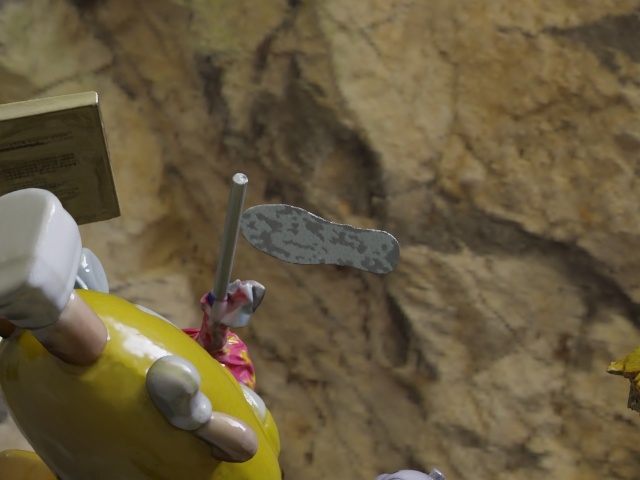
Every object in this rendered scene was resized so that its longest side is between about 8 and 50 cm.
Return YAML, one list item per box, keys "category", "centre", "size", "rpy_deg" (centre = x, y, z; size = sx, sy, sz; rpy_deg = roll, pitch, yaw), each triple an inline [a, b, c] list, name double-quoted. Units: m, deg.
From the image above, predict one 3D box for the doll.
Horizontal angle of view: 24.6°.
- category: "doll"
  centre: [-0.196, 0.106, 1.171]
  size: [0.161, 0.348, 0.423]
  rpy_deg: [-58, 164, -21]

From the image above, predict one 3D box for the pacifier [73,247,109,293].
- category: "pacifier"
  centre: [-0.403, 0.059, 2.192]
  size: [0.227, 0.207, 0.279]
  rpy_deg: [-29, -102, 41]

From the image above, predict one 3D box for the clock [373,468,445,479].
- category: "clock"
  centre: [0.067, 0.379, 1.739]
  size: [0.254, 0.189, 0.189]
  rpy_deg: [-49, -148, -7]

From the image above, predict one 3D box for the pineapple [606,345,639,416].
- category: "pineapple"
  centre: [0.371, 0.107, 1.234]
  size: [0.114, 0.236, 0.186]
  rpy_deg: [-140, -124, -73]

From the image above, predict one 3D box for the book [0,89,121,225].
- category: "book"
  centre: [-0.316, -0.081, 1.651]
  size: [0.231, 0.161, 0.026]
  rpy_deg: [91, -13, -59]

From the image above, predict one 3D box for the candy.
- category: "candy"
  centre: [-0.109, 0.068, 1.520]
  size: [0.365, 0.124, 0.124]
  rpy_deg: [103, -25, -43]

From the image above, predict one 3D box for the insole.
- category: "insole"
  centre: [0.000, 0.000, 1.685]
  size: [0.006, 0.193, 0.065]
  rpy_deg: [152, -53, -72]

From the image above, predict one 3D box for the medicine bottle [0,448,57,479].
- category: "medicine bottle"
  centre: [-0.257, 0.358, 1.487]
  size: [0.238, 0.238, 0.232]
  rpy_deg: [-9, -123, 57]
